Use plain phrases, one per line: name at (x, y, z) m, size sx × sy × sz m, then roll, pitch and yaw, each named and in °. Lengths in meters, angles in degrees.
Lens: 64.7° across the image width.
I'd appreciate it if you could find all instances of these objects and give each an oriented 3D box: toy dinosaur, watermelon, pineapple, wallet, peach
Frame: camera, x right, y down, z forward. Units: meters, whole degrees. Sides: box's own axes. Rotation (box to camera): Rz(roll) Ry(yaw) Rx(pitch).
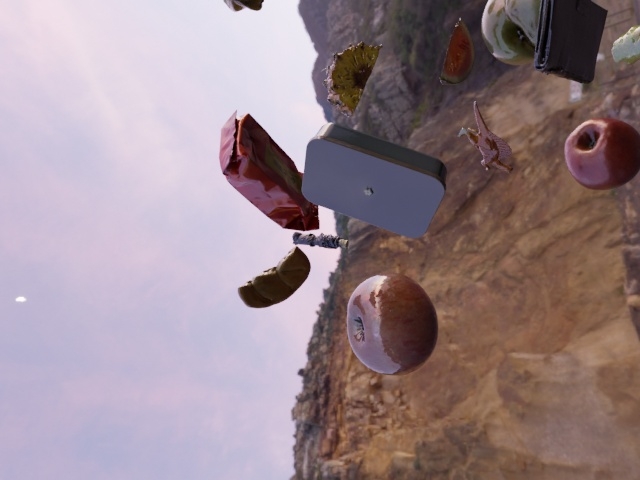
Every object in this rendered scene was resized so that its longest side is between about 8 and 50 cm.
toy dinosaur at (0.401, -0.229, 1.201) m, size 0.057 × 0.142 × 0.212 m, roll -52°, pitch -20°, yaw -4°
watermelon at (0.437, -0.587, 1.609) m, size 0.119 × 0.063 × 0.245 m, roll 37°, pitch -111°, yaw -44°
pineapple at (0.073, -0.473, 1.422) m, size 0.079 × 0.135 × 0.233 m, roll 130°, pitch 164°, yaw -75°
wallet at (0.523, -0.424, 1.054) m, size 0.317 × 0.044 × 0.169 m, roll -12°, pitch -70°, yaw -46°
peach at (0.588, -0.629, 1.380) m, size 0.247 × 0.292 × 0.292 m, roll 33°, pitch -144°, yaw 2°

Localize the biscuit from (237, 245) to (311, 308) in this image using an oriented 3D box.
biscuit at (-0.147, 0.144, 1.742) m, size 0.299 × 0.045 × 0.154 m, roll -37°, pitch -58°, yaw -30°

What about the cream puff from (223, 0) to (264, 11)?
cream puff at (-0.209, -0.809, 1.424) m, size 0.378 × 0.378 × 0.276 m, roll 24°, pitch -142°, yaw -55°

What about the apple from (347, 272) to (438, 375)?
apple at (0.220, 0.273, 1.667) m, size 0.269 × 0.344 × 0.345 m, roll 9°, pitch -110°, yaw -39°

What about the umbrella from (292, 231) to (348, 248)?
umbrella at (0.000, 0.000, 1.233) m, size 0.037 × 0.144 × 0.040 m, roll 30°, pitch -112°, yaw -67°

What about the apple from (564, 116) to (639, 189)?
apple at (0.883, -0.271, 1.575) m, size 0.201 × 0.218 × 0.218 m, roll 22°, pitch -122°, yaw -34°

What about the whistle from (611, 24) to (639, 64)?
whistle at (0.379, -0.229, 0.496) m, size 0.057 × 0.198 × 0.104 m, roll 28°, pitch -103°, yaw -5°

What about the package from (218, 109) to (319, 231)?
package at (-0.148, -0.188, 1.501) m, size 0.423 × 0.123 × 0.196 m, roll 40°, pitch -142°, yaw -48°

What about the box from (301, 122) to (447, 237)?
box at (0.047, -0.054, 0.459) m, size 0.091 × 0.126 × 0.031 m, roll 98°, pitch -167°, yaw -56°
